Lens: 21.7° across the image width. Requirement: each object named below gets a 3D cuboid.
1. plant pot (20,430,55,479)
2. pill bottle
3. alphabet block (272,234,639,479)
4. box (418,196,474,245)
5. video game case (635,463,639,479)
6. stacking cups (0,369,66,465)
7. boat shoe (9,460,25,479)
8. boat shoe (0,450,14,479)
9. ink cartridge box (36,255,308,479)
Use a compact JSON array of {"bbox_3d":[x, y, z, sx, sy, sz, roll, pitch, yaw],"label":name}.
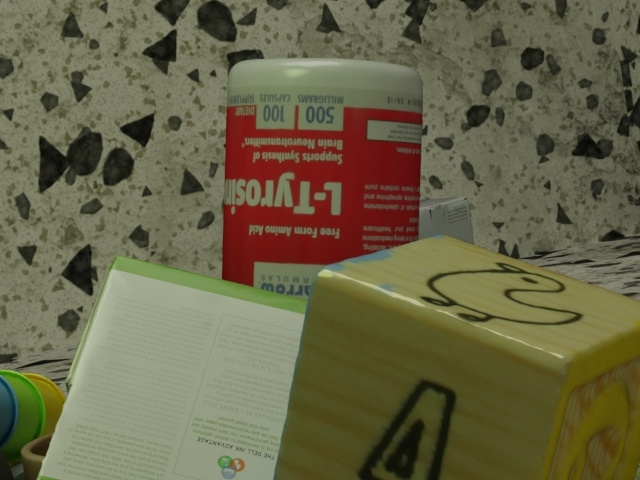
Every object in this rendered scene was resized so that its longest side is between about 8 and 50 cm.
[{"bbox_3d":[-0.132,0.211,1.439,0.237,0.109,0.237,-9,4,1],"label":"plant pot"},{"bbox_3d":[0.000,0.000,1.938,0.229,0.407,0.229,1,1,0],"label":"pill bottle"},{"bbox_3d":[0.106,0.122,1.171,0.197,0.193,0.192,19,19,29],"label":"alphabet block"},{"bbox_3d":[0.111,0.071,2.167,0.127,0.231,0.262,-7,5,26],"label":"box"},{"bbox_3d":[0.360,0.183,1.374,0.212,0.023,0.193,-9,3,0],"label":"video game case"},{"bbox_3d":[-0.314,0.151,1.501,0.096,0.096,0.316,-8,-11,7],"label":"stacking cups"},{"bbox_3d":[-0.279,0.238,1.578,0.226,0.083,0.076,-11,5,-30],"label":"boat shoe"},{"bbox_3d":[-0.369,0.242,1.347,0.130,0.132,0.355,-7,2,21],"label":"boat shoe"},{"bbox_3d":[-0.104,0.155,1.268,0.189,0.255,0.097,13,-37,3],"label":"ink cartridge box"}]
